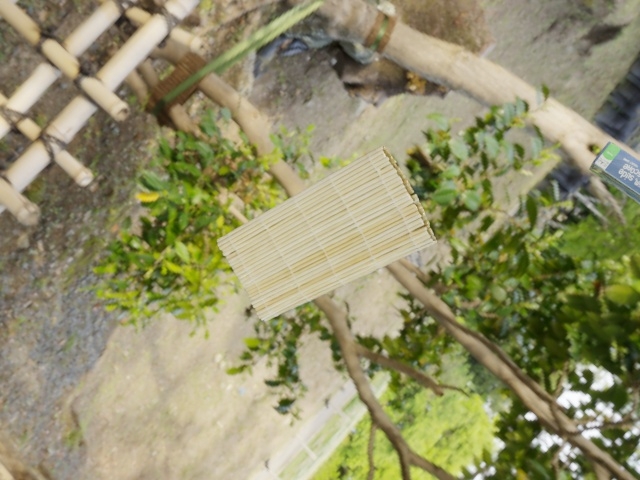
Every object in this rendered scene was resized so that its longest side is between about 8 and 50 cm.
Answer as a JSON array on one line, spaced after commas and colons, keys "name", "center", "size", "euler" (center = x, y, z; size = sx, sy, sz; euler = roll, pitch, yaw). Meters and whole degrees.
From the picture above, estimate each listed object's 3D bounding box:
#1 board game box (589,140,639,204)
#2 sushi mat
[{"name": "board game box", "center": [0.438, -0.050, 0.896], "size": [0.035, 0.201, 0.136], "euler": [-54, 165, 13]}, {"name": "sushi mat", "center": [0.000, 0.000, 1.012], "size": [0.316, 0.151, 0.019], "euler": [-27, -174, 29]}]
